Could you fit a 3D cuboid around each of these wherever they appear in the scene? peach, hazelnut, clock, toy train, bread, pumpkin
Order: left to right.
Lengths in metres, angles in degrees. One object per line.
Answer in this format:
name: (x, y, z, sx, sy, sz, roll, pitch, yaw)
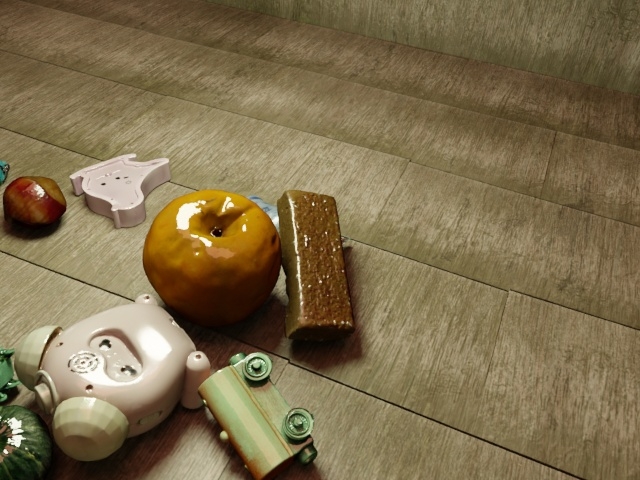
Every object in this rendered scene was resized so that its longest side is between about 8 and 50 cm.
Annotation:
toy train: (-0.739, 0.299, 1.246, 0.157, 0.105, 0.253, -11, 4, -17)
pumpkin: (-0.631, 0.424, 1.141, 0.211, 0.152, 0.211, 4, 37, -3)
hazelnut: (-0.852, -0.114, 1.757, 0.170, 0.160, 0.201, -3, 2, -26)
clock: (-0.449, 0.285, 1.272, 0.326, 0.184, 0.342, -21, 41, -38)
clock: (-0.600, -0.171, 1.881, 0.290, 0.080, 0.275, -31, 52, -32)
peach: (-0.272, 0.048, 1.476, 0.342, 0.302, 0.343, 7, 53, -9)
toy train: (-0.135, 0.372, 1.246, 0.177, 0.116, 0.285, -29, 64, -25)
bread: (-0.020, 0.059, 1.536, 0.165, 0.113, 0.416, 11, 55, -26)

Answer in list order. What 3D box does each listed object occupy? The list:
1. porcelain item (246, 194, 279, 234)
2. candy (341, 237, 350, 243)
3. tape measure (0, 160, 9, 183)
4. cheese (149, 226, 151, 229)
porcelain item: (-0.141, -0.046, 1.733, 0.141, 0.141, 0.259, -24, 40, -28)
candy: (0.000, 0.000, 1.759, 0.175, 0.043, 0.045, 7, 38, 10)
tape measure: (-1.084, -0.220, 1.900, 0.146, 0.081, 0.125, -3, 31, -9)
cheese: (-0.367, 0.002, 1.701, 0.286, 0.074, 0.189, 26, 45, 23)
